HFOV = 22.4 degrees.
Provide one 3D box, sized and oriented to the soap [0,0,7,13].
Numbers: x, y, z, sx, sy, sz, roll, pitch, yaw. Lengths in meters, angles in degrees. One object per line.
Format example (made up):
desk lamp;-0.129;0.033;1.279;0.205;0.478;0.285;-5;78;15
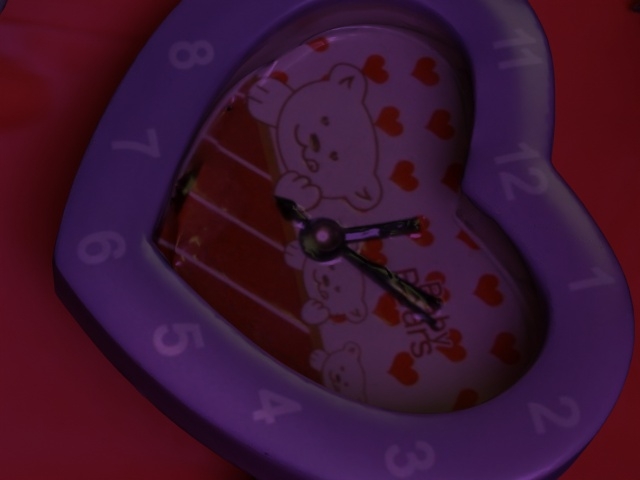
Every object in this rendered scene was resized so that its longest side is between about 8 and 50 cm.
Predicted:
soap;-0.195;-0.130;0.402;0.261;0.156;0.446;27;91;-22

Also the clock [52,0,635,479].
clock;0.000;0.000;0.519;0.172;0.064;0.198;-12;69;-9

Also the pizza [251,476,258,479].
pizza;-0.014;0.168;0.523;0.058;0.197;0.292;26;53;-27

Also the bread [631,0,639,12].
bread;0.265;-0.105;0.530;0.246;0.239;0.111;-33;105;-10
